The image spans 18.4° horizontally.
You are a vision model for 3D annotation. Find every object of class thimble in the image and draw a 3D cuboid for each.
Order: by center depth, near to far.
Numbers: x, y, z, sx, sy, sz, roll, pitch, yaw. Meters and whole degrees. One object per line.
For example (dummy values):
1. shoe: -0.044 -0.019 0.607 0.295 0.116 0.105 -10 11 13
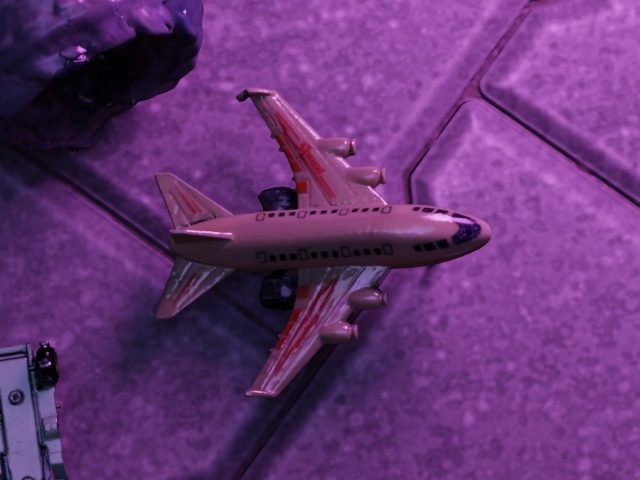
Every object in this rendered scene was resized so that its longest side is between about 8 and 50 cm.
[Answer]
1. thimble: -0.195 -0.174 1.469 0.205 0.236 0.172 -25 81 -12

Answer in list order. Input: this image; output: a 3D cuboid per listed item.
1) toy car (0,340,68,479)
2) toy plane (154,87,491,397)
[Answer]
1. toy car: -0.225 0.150 1.497 0.073 0.054 0.143 -10 84 -2
2. toy plane: 0.000 0.000 1.506 0.256 0.104 0.242 0 77 -2
